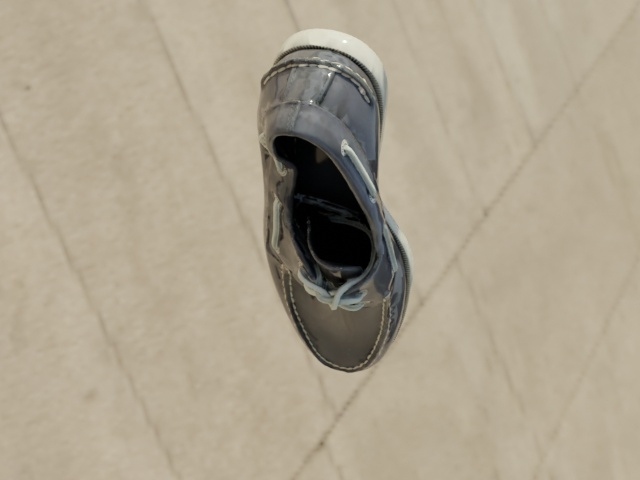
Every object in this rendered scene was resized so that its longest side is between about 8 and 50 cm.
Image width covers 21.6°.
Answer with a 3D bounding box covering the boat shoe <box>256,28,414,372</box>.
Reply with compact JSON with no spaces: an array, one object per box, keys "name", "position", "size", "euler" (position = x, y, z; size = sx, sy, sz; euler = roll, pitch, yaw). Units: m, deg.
[{"name":"boat shoe","position":[0.000,0.000,0.784],"size":[0.206,0.075,0.065],"euler":[85,18,-45]}]
